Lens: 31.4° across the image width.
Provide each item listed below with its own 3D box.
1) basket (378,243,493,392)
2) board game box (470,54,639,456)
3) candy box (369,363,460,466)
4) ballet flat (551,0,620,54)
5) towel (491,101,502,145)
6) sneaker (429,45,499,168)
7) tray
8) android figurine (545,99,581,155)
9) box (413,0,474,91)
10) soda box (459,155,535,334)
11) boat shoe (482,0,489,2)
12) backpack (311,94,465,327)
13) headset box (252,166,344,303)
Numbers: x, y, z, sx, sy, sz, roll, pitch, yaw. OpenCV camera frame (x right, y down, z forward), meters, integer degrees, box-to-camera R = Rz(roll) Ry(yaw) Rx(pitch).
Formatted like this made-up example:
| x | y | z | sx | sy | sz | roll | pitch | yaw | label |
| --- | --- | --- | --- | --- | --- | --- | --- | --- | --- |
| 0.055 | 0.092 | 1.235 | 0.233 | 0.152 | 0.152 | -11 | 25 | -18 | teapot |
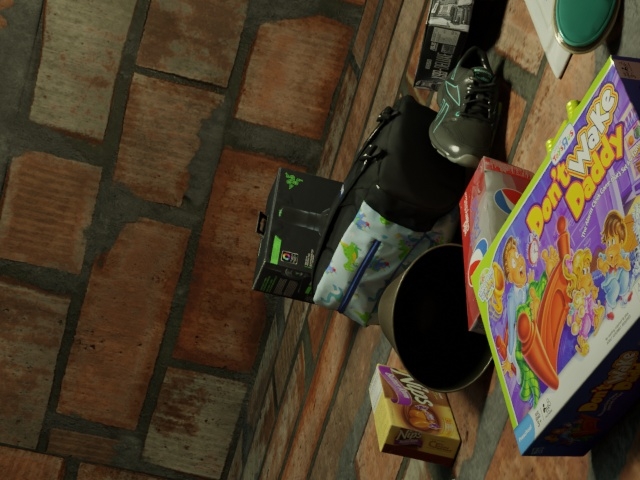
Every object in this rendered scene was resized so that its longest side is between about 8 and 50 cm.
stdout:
| x | y | z | sx | sy | sz | roll | pitch | yaw | label |
| --- | --- | --- | --- | --- | --- | --- | --- | --- | --- |
| 0.163 | 0.111 | 1.666 | 0.227 | 0.154 | 0.204 | 154 | 121 | -84 | basket |
| 0.273 | 0.027 | 1.124 | 0.347 | 0.078 | 0.233 | 114 | 153 | -46 | board game box |
| 0.138 | 0.259 | 1.703 | 0.186 | 0.109 | 0.053 | -96 | 21 | -67 | candy box |
| 0.345 | -0.332 | 1.465 | 0.086 | 0.086 | 0.248 | 126 | 158 | -68 | ballet flat |
| 0.275 | -0.184 | 1.847 | 0.060 | 0.009 | 0.083 | -121 | 46 | -79 | towel |
| 0.232 | -0.213 | 1.807 | 0.267 | 0.101 | 0.106 | -88 | 17 | -52 | sneaker |
| 0.338 | -0.354 | 1.649 | 0.270 | 0.030 | 0.145 | -90 | 17 | -57 | tray |
| 0.304 | -0.054 | 1.326 | 0.273 | 0.056 | 0.248 | -88 | 14 | -45 | android figurine |
| 0.238 | -0.436 | 2.080 | 0.307 | 0.077 | 0.242 | 88 | -167 | -78 | box |
| 0.243 | 0.010 | 1.508 | 0.263 | 0.083 | 0.092 | -85 | 13 | -48 | soda box |
| 0.301 | -0.435 | 1.955 | 0.152 | 0.056 | 0.049 | -68 | -12 | -84 | boat shoe |
| 0.111 | -0.010 | 1.895 | 0.355 | 0.273 | 0.290 | -49 | 14 | 36 | backpack |
| 0.000 | 0.000 | 2.409 | 0.131 | 0.283 | 0.246 | 116 | 166 | -56 | headset box |
